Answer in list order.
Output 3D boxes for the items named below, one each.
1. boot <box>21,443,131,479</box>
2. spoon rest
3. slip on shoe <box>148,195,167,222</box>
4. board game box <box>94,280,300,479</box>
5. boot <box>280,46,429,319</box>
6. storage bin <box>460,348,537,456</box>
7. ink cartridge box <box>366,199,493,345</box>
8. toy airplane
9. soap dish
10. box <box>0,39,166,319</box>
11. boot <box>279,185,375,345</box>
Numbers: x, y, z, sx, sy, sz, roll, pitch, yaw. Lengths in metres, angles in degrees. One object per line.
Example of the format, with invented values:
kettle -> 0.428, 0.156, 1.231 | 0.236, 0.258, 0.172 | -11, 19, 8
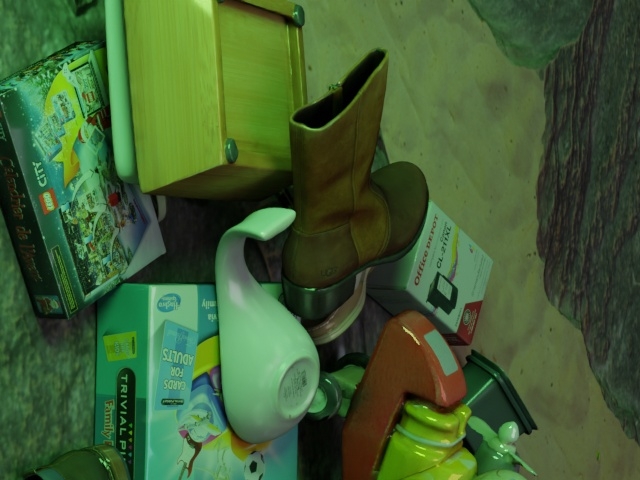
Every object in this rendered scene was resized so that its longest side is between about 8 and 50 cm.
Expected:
boot -> -0.219, 0.307, 1.653 | 0.106, 0.082, 0.219 | -1, 63, -52
spoon rest -> -0.059, 0.088, 1.780 | 0.137, 0.084, 0.276 | -34, 132, -41
slip on shoe -> -0.179, -0.085, 1.756 | 0.041, 0.051, 0.135 | -27, 105, -41
board game box -> -0.127, 0.211, 1.811 | 0.254, 0.079, 0.336 | 1, 90, -54
boot -> 0.041, -0.091, 1.825 | 0.264, 0.096, 0.280 | -37, 144, -36
storage bin -> 0.210, 0.225, 2.272 | 0.091, 0.098, 0.135 | -40, 128, -12
ink cartridge box -> 0.137, 0.042, 2.171 | 0.175, 0.072, 0.127 | 40, 60, -47
toy airplane -> 0.120, 0.326, 1.982 | 0.384, 0.272, 0.386 | 64, 36, -46
soap dish -> -0.105, -0.158, 1.735 | 0.291, 0.118, 0.228 | 1, 85, -70
box -> -0.244, -0.061, 1.672 | 0.159, 0.044, 0.233 | -37, 120, -47
boot -> 0.000, 0.000, 1.980 | 0.165, 0.077, 0.213 | 60, 41, -36
